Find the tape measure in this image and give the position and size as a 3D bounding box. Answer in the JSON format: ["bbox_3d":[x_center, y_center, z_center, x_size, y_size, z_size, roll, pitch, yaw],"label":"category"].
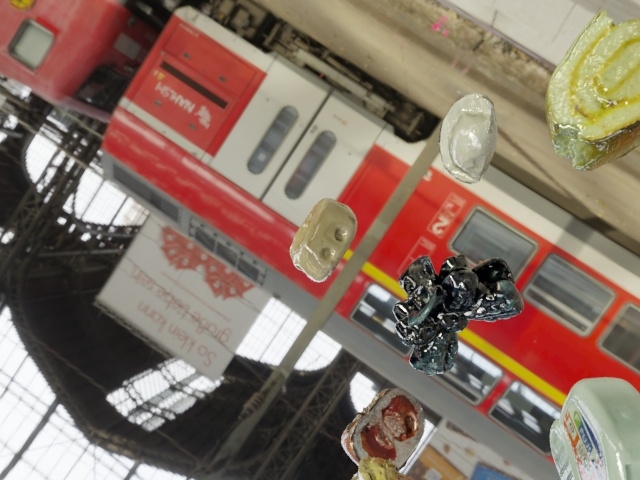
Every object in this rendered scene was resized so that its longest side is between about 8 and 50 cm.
[{"bbox_3d":[0.472,0.363,1.000,0.125,0.246,0.243,0,-142,-4],"label":"tape measure"}]

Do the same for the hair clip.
[{"bbox_3d":[0.283,0.153,1.397,0.206,0.310,0.194,34,-154,-17],"label":"hair clip"}]

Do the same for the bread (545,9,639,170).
[{"bbox_3d":[0.467,-0.238,1.017,0.186,0.257,0.124,42,-175,22],"label":"bread"}]

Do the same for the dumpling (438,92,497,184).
[{"bbox_3d":[0.398,-0.281,1.711,0.173,0.246,0.142,23,-152,33],"label":"dumpling"}]

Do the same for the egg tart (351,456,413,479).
[{"bbox_3d":[0.154,0.477,0.913,0.352,0.150,0.352,46,-179,-1],"label":"egg tart"}]

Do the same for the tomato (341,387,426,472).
[{"bbox_3d":[0.149,0.485,1.608,0.180,0.214,0.155,50,158,1],"label":"tomato"}]

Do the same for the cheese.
[{"bbox_3d":[0.000,0.000,1.674,0.117,0.235,0.218,29,143,-14],"label":"cheese"}]
